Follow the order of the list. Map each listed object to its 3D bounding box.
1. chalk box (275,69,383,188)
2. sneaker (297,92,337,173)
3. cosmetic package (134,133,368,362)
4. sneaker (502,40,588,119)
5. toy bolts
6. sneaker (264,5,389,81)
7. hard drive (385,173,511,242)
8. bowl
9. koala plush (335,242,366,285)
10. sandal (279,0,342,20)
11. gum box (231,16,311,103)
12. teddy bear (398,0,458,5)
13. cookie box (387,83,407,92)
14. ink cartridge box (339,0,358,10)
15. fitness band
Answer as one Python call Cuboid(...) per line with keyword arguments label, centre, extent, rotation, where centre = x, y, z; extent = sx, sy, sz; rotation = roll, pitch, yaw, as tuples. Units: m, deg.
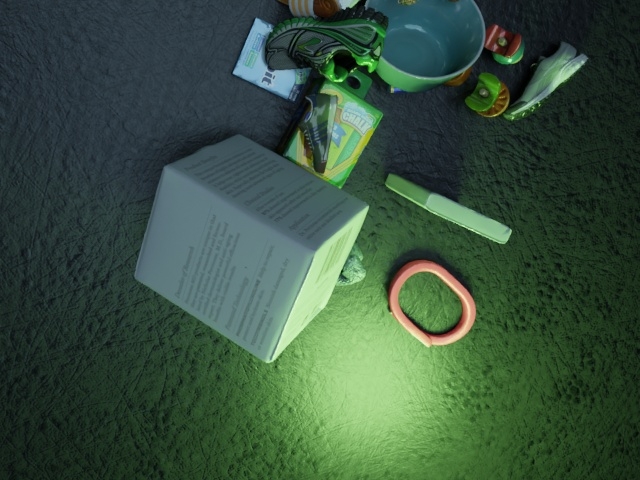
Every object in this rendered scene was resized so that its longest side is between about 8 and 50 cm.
Cuboid(label="chalk box", centre=(0.034, -0.311, 1.795), extent=(0.180, 0.179, 0.289), rotation=(27, 97, -15))
Cuboid(label="sneaker", centre=(-0.015, -0.263, 1.676), extent=(0.086, 0.064, 0.192), rotation=(9, 100, -6))
Cuboid(label="cosmetic package", centre=(-0.159, 0.002, 1.641), extent=(0.393, 0.329, 0.328), rotation=(30, 121, 13))
Cuboid(label="sneaker", centre=(0.611, -0.440, 1.930), extent=(0.271, 0.100, 0.108), rotation=(-43, 82, 4))
Cuboid(label="toy bolts", centre=(0.454, -0.473, 1.889), extent=(0.218, 0.158, 0.229), rotation=(39, 107, 24))
Cuboid(label="sneaker", centre=(-0.004, -0.452, 1.650), extent=(0.134, 0.343, 0.147), rotation=(21, 75, -49))
Cuboid(label="hard drive", centre=(0.322, -0.091, 1.809), extent=(0.232, 0.353, 0.047), rotation=(23, 98, -15))
Cuboid(label="bowl", centre=(0.244, -0.504, 1.766), extent=(0.311, 0.163, 0.312), rotation=(3, 70, -8))
Cuboid(label="koala plush", centre=(0.000, 0.000, 1.860), extent=(0.203, 0.196, 0.221), rotation=(-13, 109, 3))
Cuboid(label="sandal", centre=(-0.054, -0.577, 1.688), extent=(0.076, 0.265, 0.102), rotation=(-46, 138, -18))
Cuboid(label="gum box", centre=(-0.117, -0.467, 1.802), extent=(0.184, 0.041, 0.157), rotation=(23, 97, -16))
Cuboid(label="teddy bear", centre=(0.238, -0.686, 1.621), extent=(0.338, 0.113, 0.245), rotation=(40, 95, -19))
Cuboid(label="cookie box", centre=(0.237, -0.448, 1.874), extent=(0.107, 0.040, 0.092), rotation=(-4, 104, -9))
Cuboid(label="ink cartridge box", centre=(0.019, -0.781, 1.694), extent=(0.279, 0.160, 0.385), rotation=(-41, 107, 0))
Cuboid(label="fitness band", centre=(0.326, 0.187, 2.034), extent=(0.291, 0.054, 0.209), rotation=(42, 90, -17))
